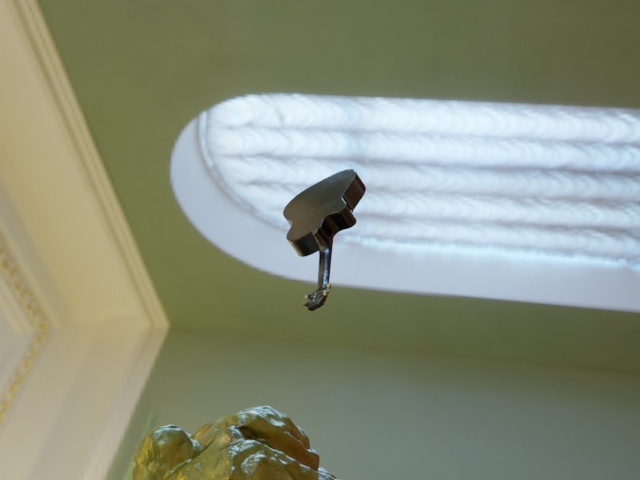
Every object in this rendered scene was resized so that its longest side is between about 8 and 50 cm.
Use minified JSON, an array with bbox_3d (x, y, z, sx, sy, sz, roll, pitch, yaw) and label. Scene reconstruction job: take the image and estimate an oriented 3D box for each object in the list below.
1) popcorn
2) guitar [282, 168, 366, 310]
[{"bbox_3d":[-0.061,0.274,0.877,0.250,0.242,0.234,157,120,-62],"label":"popcorn"},{"bbox_3d":[0.000,0.000,0.879,0.025,0.088,0.233,56,-162,-22],"label":"guitar"}]
